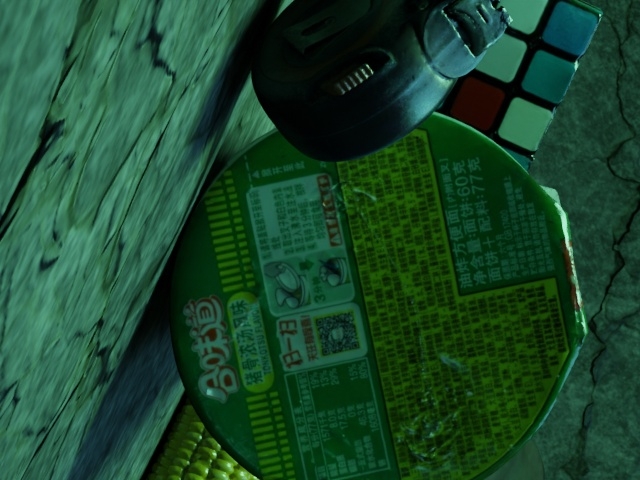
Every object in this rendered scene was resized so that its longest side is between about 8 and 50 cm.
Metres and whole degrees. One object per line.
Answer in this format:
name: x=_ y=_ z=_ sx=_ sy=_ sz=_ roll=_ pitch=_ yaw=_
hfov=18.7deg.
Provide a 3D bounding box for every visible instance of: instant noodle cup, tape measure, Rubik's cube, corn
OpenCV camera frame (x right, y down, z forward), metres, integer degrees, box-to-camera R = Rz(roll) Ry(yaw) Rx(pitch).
instant noodle cup: x=0.026 y=0.026 z=1.062 sx=0.233 sy=0.207 sz=0.207 roll=-108 pitch=-136 yaw=-86
tape measure: x=-0.003 y=-0.117 z=0.843 sx=0.107 sy=0.104 sz=0.180 roll=-42 pitch=139 yaw=-6
Rubik's cube: x=0.110 y=-0.132 z=1.437 sx=0.155 sy=0.151 sz=0.154 roll=-44 pitch=158 yaw=-78
corn: x=-0.046 y=0.104 z=1.346 sx=0.248 sy=0.081 sz=0.081 roll=-63 pitch=176 yaw=-14

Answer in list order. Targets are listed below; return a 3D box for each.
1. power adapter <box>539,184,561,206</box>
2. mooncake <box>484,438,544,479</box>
power adapter: x=0.080 y=0.005 z=1.576 sx=0.125 sy=0.204 sz=0.130 roll=61 pitch=48 yaw=-62
mooncake: x=0.025 y=0.198 z=1.506 sx=0.154 sy=0.306 sz=0.306 roll=-63 pitch=176 yaw=-46
